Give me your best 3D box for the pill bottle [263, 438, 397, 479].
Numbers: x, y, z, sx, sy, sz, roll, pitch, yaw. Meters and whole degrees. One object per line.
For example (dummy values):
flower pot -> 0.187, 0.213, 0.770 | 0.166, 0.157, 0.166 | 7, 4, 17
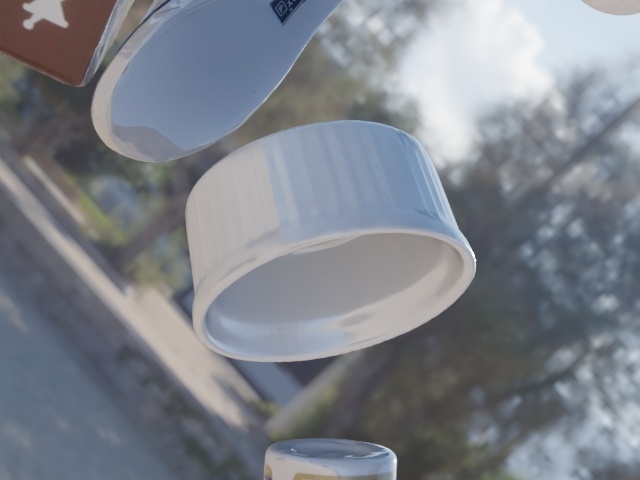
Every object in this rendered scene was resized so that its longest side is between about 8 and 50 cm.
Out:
pill bottle -> 0.005, 0.266, 1.539 | 0.112, 0.112, 0.186 | -155, -113, -80

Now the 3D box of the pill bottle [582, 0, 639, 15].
pill bottle -> 0.385, -0.408, 2.197 | 0.182, 0.323, 0.181 | 12, -46, 13

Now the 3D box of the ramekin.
ramekin -> 0.000, 0.000, 1.785 | 0.277, 0.277, 0.135 | 56, 17, -63

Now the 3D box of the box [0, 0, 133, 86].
box -> -0.113, -0.194, 0.689 | 0.168, 0.167, 0.203 | 25, 28, -7

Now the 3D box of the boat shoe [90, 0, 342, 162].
boat shoe -> -0.064, -0.156, 1.218 | 0.088, 0.267, 0.096 | 16, -30, 47
